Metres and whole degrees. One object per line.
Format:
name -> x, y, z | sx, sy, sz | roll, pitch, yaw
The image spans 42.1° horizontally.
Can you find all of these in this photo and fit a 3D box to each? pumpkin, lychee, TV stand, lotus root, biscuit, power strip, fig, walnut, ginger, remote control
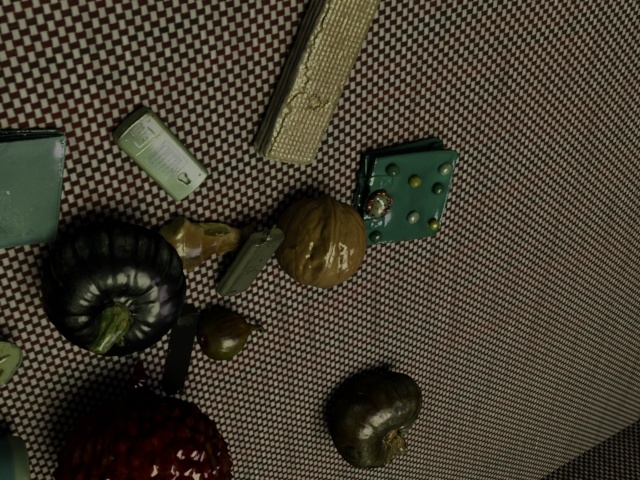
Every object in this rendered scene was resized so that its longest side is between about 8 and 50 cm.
pumpkin -> 0.151, 0.553, 2.496 | 0.232, 0.242, 0.324 | 7, 114, -50
lychee -> -0.412, 0.533, 1.939 | 0.425, 0.499, 0.424 | -10, 166, -2
TV stand -> -0.345, 0.271, 2.040 | 0.049, 0.040, 0.256 | -6, 126, -34
lotus root -> -0.726, 0.256, 1.717 | 0.203, 0.078, 0.183 | -50, 151, 17
pumpkin -> -0.413, 0.111, 1.682 | 0.296, 0.296, 0.295 | -20, 132, -24
biscuit -> -0.011, -0.359, 1.773 | 0.144, 0.078, 0.426 | 4, 119, -38
power strip -> -0.158, 0.043, 1.933 | 0.092, 0.034, 0.268 | -15, 154, -40
fig -> -0.203, 0.230, 2.074 | 0.236, 0.124, 0.124 | 1, 122, -52
walnut -> 0.000, 0.000, 1.973 | 0.228, 0.228, 0.228 | -20, 132, -24
ginger -> -0.250, 0.014, 1.886 | 0.295, 0.086, 0.131 | 4, 103, -44
remote control -> -0.325, -0.174, 1.708 | 0.098, 0.038, 0.233 | -42, 138, -1

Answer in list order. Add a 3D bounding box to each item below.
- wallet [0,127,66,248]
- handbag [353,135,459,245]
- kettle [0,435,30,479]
wallet -> -0.623, -0.084, 1.543 | 0.291, 0.054, 0.251 | -10, 132, -38
handbag -> 0.216, -0.114, 2.122 | 0.274, 0.100, 0.268 | -12, 129, -31
kettle -> -0.831, 0.571, 1.793 | 0.342, 0.247, 0.319 | 3, 146, -30
